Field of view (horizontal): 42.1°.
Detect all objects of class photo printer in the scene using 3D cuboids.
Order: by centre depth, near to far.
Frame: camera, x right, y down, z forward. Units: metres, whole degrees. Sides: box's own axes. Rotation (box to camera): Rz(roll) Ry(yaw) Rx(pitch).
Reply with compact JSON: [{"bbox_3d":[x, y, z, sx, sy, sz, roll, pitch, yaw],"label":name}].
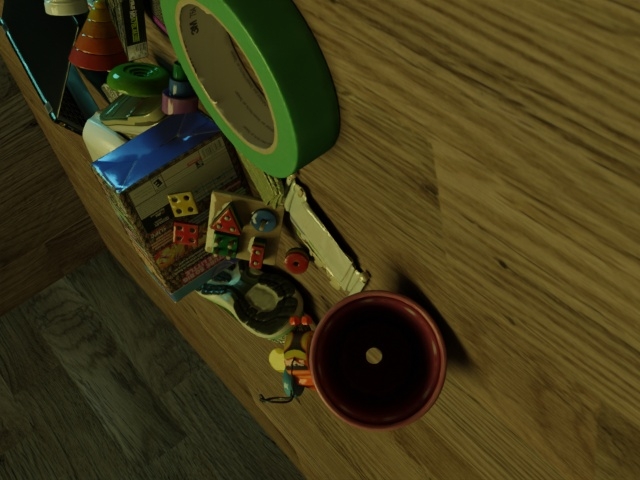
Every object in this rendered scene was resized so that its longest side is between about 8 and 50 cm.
[{"bbox_3d":[-0.430,-0.170,1.971,0.256,0.107,0.307,36,161,10],"label":"photo printer"}]

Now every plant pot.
[{"bbox_3d":[0.086,0.181,1.267,0.201,0.201,0.180,53,177,8],"label":"plant pot"}]

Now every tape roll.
[{"bbox_3d":[-0.102,-0.241,1.152,0.321,0.077,0.321,48,161,22],"label":"tape roll"}]

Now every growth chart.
[{"bbox_3d":[0.000,0.000,1.405,0.237,0.021,0.172,55,162,2],"label":"growth chart"}]

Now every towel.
[{"bbox_3d":[-0.104,-0.128,1.413,0.148,0.027,0.110,61,164,4],"label":"towel"}]

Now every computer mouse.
[{"bbox_3d":[-0.447,-0.343,1.903,0.193,0.042,0.106,15,142,55],"label":"computer mouse"}]

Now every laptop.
[{"bbox_3d":[-0.604,-0.471,2.027,0.382,0.236,0.408,56,-167,26],"label":"laptop"}]

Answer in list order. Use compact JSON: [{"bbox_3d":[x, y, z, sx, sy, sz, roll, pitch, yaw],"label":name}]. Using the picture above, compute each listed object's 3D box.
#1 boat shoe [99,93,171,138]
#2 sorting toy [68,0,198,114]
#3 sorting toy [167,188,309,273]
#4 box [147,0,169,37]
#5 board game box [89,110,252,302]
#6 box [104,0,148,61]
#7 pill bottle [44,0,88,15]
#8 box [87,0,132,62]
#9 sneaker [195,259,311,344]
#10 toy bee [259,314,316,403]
[{"bbox_3d":[-0.367,-0.247,1.734,0.103,0.113,0.302,51,163,-31],"label":"boat shoe"},{"bbox_3d":[-0.350,-0.357,1.566,0.365,0.127,0.126,33,128,36],"label":"sorting toy"},{"bbox_3d":[-0.149,-0.016,1.499,0.046,0.274,0.132,-78,0,-57],"label":"sorting toy"},{"bbox_3d":[-0.240,-0.380,1.332,0.116,0.029,0.162,47,162,21],"label":"box"},{"bbox_3d":[-0.267,-0.070,1.617,0.141,0.232,0.291,39,155,43],"label":"board game box"},{"bbox_3d":[-0.348,-0.434,1.423,0.191,0.045,0.184,113,137,-69],"label":"box"},{"bbox_3d":[-0.456,-0.494,1.455,0.103,0.103,0.184,34,132,48],"label":"pill bottle"},{"bbox_3d":[-0.441,-0.433,1.747,0.094,0.027,0.137,45,159,25],"label":"box"},{"bbox_3d":[-0.148,0.138,1.849,0.410,0.158,0.182,37,166,51],"label":"sneaker"},{"bbox_3d":[-0.012,0.229,1.630,0.298,0.195,0.162,68,-158,-82],"label":"toy bee"}]
